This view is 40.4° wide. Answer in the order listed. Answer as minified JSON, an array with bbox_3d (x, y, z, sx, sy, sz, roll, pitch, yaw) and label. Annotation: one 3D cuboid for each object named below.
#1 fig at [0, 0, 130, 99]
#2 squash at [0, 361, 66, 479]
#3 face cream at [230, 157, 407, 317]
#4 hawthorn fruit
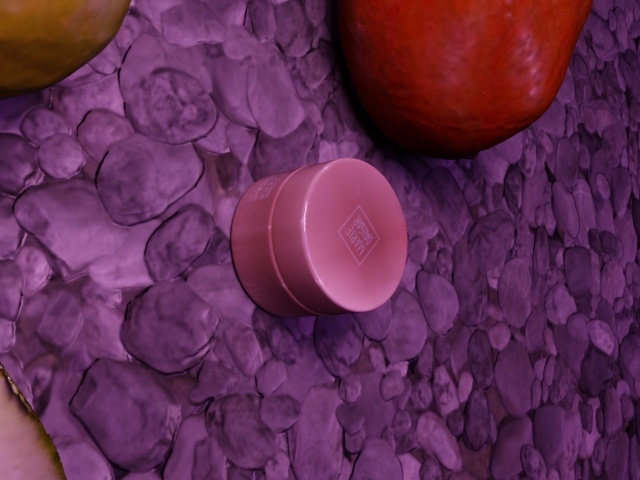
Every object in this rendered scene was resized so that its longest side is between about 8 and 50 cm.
[{"bbox_3d":[-0.208,-0.210,0.585,0.314,0.233,0.233,-17,96,-40],"label":"fig"},{"bbox_3d":[-0.268,0.161,0.485,0.233,0.210,0.309,-43,110,-27],"label":"squash"},{"bbox_3d":[0.000,0.000,0.852,0.149,0.104,0.149,9,77,-45],"label":"face cream"},{"bbox_3d":[0.147,-0.244,0.936,0.295,0.295,0.311,9,101,-45],"label":"hawthorn fruit"}]
